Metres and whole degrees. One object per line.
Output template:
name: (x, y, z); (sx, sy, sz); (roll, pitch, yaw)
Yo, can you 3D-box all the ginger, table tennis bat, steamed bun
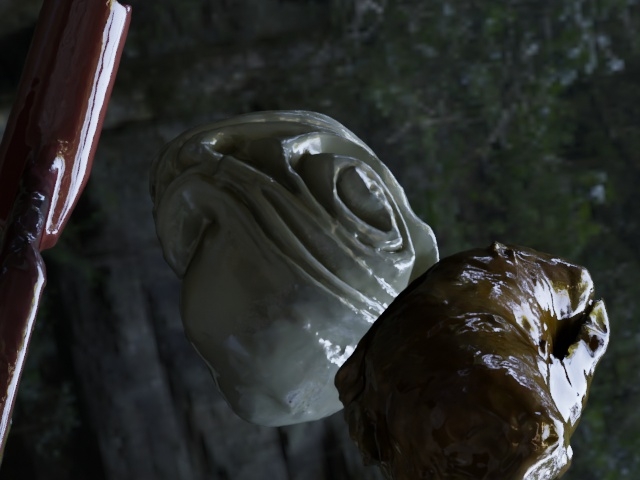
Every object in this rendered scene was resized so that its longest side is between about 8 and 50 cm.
ginger: (0.102, 0.107, 1.132); (0.165, 0.172, 0.321); (66, 21, -13)
table tennis bat: (-0.172, 0.062, 0.874); (0.268, 0.051, 0.414); (136, -33, -73)
steamed bun: (0.004, 0.010, 1.643); (0.219, 0.324, 0.309); (-25, -99, 29)
